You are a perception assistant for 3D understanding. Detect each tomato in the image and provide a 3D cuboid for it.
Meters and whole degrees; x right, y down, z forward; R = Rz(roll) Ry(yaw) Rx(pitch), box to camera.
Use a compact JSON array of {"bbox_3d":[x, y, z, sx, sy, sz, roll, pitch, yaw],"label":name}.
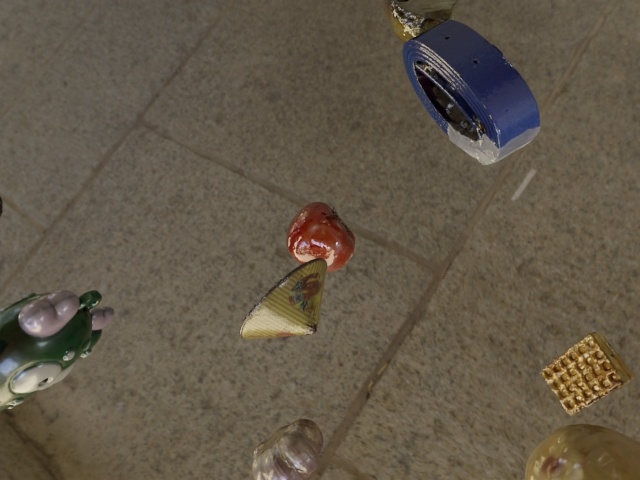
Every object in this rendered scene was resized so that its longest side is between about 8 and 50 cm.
[{"bbox_3d":[0.000,0.000,1.380,0.151,0.187,0.187,-39,57,0],"label":"tomato"}]

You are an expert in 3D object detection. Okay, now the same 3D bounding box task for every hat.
[{"bbox_3d":[-0.036,0.123,0.965,0.193,0.193,0.082,-45,73,-3],"label":"hat"}]

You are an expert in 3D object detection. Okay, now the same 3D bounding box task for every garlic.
[{"bbox_3d":[-0.057,0.414,1.106,0.159,0.147,0.102,-40,92,17],"label":"garlic"}]

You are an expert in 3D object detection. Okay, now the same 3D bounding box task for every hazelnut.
[{"bbox_3d":[0.449,0.417,0.910,0.241,0.261,0.261,-42,57,4],"label":"hazelnut"}]

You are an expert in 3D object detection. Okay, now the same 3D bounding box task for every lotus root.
[{"bbox_3d":[0.259,-0.563,1.494,0.210,0.142,0.314,31,39,17],"label":"lotus root"}]

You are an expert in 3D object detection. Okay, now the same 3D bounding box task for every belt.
[{"bbox_3d":[0.318,-0.325,1.265,0.117,0.212,0.347,-30,64,-10],"label":"belt"}]

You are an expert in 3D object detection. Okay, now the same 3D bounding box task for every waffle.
[{"bbox_3d":[0.475,0.239,1.043,0.042,0.148,0.102,-8,57,-32],"label":"waffle"}]

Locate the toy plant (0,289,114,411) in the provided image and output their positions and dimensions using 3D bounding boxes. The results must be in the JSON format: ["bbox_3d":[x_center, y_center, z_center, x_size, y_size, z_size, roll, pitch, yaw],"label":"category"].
[{"bbox_3d":[-0.373,0.139,0.723,0.243,0.232,0.112,-34,82,-24],"label":"toy plant"}]

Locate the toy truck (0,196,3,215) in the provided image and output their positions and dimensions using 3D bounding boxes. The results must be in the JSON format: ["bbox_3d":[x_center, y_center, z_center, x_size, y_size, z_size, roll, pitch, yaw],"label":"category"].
[{"bbox_3d":[-0.682,-0.077,1.022,0.213,0.161,0.177,44,65,-3],"label":"toy truck"}]
